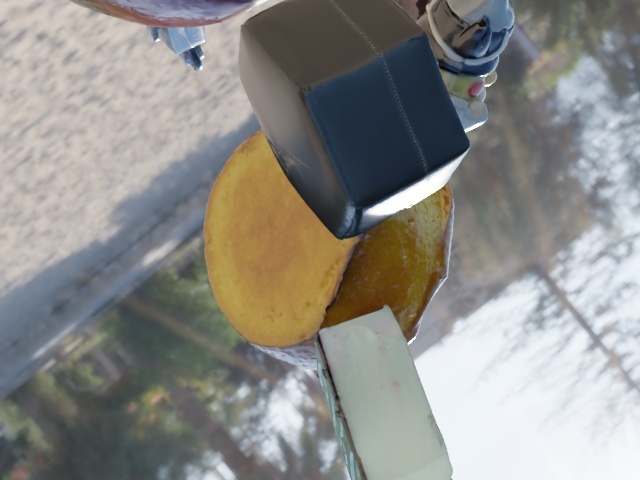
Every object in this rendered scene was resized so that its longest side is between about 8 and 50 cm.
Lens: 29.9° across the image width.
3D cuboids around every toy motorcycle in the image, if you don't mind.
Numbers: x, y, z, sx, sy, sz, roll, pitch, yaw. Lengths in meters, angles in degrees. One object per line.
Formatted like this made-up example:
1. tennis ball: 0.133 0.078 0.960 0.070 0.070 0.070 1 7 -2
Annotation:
1. toy motorcycle: -0.247 -0.389 1.933 0.110 0.171 0.260 -28 156 -7

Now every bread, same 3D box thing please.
1. bread: 0.001 -0.006 1.369 0.312 0.312 0.172 -38 150 28

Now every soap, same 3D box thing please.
1. soap: 0.063 0.196 1.197 0.091 0.231 0.145 -15 143 -8

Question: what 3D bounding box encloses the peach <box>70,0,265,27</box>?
1. peach: -0.080 -0.190 0.587 0.197 0.197 0.197 -39 -177 2

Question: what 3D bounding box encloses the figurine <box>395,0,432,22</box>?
1. figurine: 0.170 -0.384 1.780 0.206 0.218 0.365 8 104 -83

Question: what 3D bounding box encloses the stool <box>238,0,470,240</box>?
1. stool: 0.027 -0.123 1.101 0.141 0.232 0.232 -28 180 -11

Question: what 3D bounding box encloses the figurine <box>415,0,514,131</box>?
1. figurine: 0.163 -0.244 1.421 0.176 0.133 0.236 -88 -161 -52
